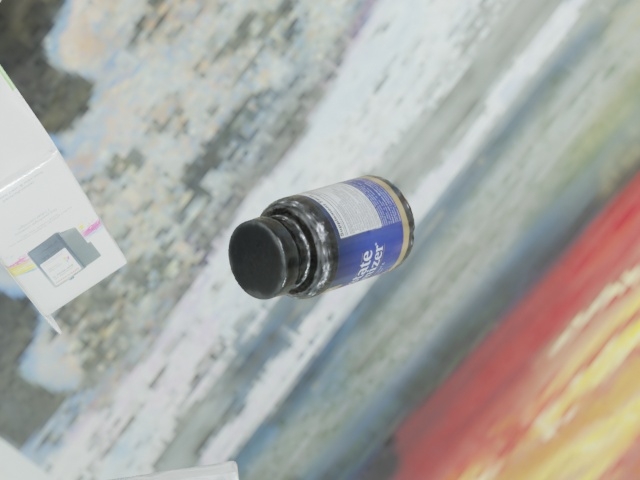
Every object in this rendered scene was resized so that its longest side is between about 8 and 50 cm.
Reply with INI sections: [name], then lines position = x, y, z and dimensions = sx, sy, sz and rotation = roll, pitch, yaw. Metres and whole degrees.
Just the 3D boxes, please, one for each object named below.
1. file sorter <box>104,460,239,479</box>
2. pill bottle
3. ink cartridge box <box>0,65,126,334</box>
[file sorter]
position = -0.189, 0.324, 1.335
dimensions = 0.173, 0.277, 0.193
rotation = -103, -175, -64
[pill bottle]
position = 0.000, 0.000, 1.935
dimensions = 0.219, 0.123, 0.123
rotation = -18, 155, -45
[ink cartridge box]
position = -0.333, -0.057, 1.806
dimensions = 0.119, 0.207, 0.353
rotation = -34, 156, -7
